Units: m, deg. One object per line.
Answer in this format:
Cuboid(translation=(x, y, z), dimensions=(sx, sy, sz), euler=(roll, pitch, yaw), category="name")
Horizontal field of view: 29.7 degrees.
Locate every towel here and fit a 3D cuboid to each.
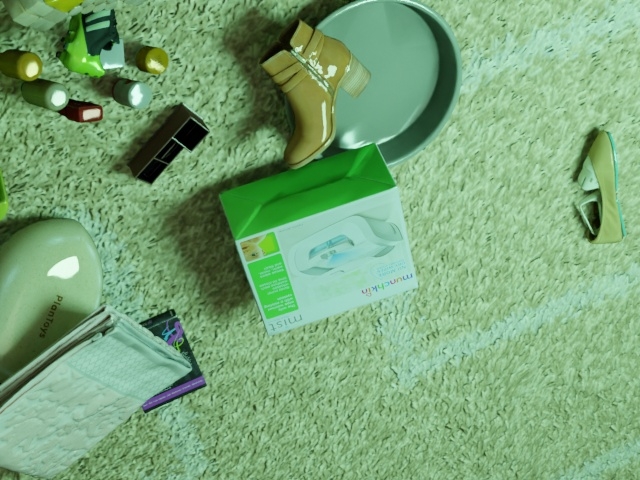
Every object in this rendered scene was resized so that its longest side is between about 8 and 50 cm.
Cuboid(translation=(-0.376, 0.246, 1.847), dimensions=(0.317, 0.053, 0.332), euler=(-38, 157, 0), category="towel")

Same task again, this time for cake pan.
Cuboid(translation=(0.077, -0.247, 1.878), dimensions=(0.293, 0.054, 0.293), euler=(-10, 121, -17), category="cake pan")

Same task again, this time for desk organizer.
Cuboid(translation=(-0.229, -0.139, 1.821), dimensions=(0.130, 0.050, 0.047), euler=(-47, 124, 8), category="desk organizer")

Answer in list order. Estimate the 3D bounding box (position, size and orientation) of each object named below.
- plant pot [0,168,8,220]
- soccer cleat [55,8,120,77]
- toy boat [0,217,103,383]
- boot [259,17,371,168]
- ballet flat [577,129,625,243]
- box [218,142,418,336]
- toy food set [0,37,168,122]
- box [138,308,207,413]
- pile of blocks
Cuboid(translation=(-0.546, -0.106, 1.608), dimensions=(0.228, 0.227, 0.207), euler=(-25, 126, -7), category="plant pot")
Cuboid(translation=(-0.305, -0.302, 1.647), dimensions=(0.072, 0.060, 0.178), euler=(24, 65, -27), category="soccer cleat")
Cuboid(translation=(-0.477, 0.057, 1.785), dimensions=(0.318, 0.148, 0.267), euler=(35, 78, -35), category="toy boat")
Cuboid(translation=(-0.034, -0.216, 1.779), dimensions=(0.152, 0.073, 0.197), euler=(33, 91, -34), category="boot")
Cuboid(translation=(0.489, -0.085, 2.125), dimensions=(0.073, 0.080, 0.232), euler=(-14, 122, 4), category="ballet flat")
Cuboid(translation=(0.000, 0.000, 1.915), dimensions=(0.262, 0.126, 0.231), euler=(-18, 133, -3), category="box")
Cuboid(translation=(-0.340, -0.231, 1.717), dimensions=(0.232, 0.104, 0.111), euler=(-14, 110, -35), category="toy food set")
Cuboid(translation=(-0.269, 0.202, 2.015), dimensions=(0.116, 0.029, 0.162), euler=(-23, 125, -8), category="box")
Cuboid(translation=(-0.262, -0.379, 1.568), dimensions=(0.362, 0.112, 0.149), euler=(-25, 170, -40), category="pile of blocks")
